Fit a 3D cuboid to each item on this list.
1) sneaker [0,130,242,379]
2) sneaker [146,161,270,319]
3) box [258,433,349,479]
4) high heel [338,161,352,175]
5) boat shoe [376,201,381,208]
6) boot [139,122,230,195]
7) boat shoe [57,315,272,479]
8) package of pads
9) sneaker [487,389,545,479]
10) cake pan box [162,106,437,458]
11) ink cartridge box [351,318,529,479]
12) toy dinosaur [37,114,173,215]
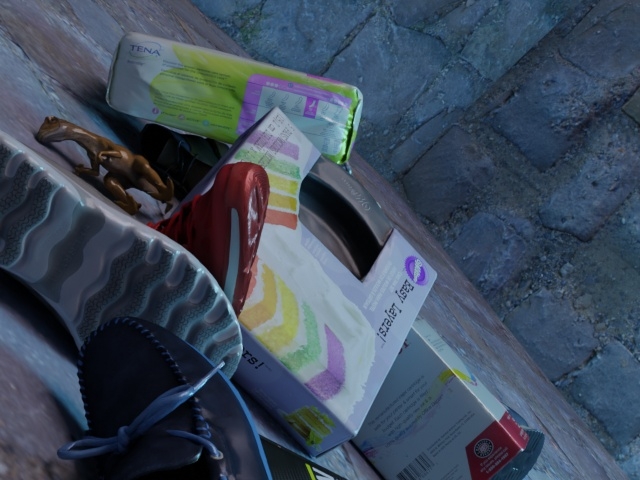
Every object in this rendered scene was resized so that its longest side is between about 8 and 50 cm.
[{"bbox_3d":[-0.162,0.006,0.880,0.281,0.105,0.115,47,1,-25],"label":"sneaker"},{"bbox_3d":[-0.114,0.009,0.942,0.128,0.221,0.087,15,52,-1],"label":"sneaker"},{"bbox_3d":[0.003,0.215,0.833,0.184,0.045,0.191,30,16,-23],"label":"box"},{"bbox_3d":[-0.028,0.037,1.598,0.093,0.186,0.261,18,-56,62],"label":"high heel"},{"bbox_3d":[-0.009,0.000,1.409,0.367,0.135,0.157,23,69,-59],"label":"boat shoe"},{"bbox_3d":[-0.147,-0.066,1.458,0.106,0.082,0.219,22,19,-29],"label":"boot"},{"bbox_3d":[-0.077,0.134,0.704,0.089,0.109,0.258,30,17,-53],"label":"boat shoe"},{"bbox_3d":[-0.105,-0.170,1.517,0.296,0.101,0.229,13,5,-6],"label":"package of pads"},{"bbox_3d":[0.166,0.224,1.572,0.131,0.112,0.319,32,-5,37],"label":"sneaker"},{"bbox_3d":[-0.023,0.030,1.177,0.246,0.070,0.267,48,40,-11],"label":"cake pan box"},{"bbox_3d":[0.110,0.185,1.304,0.176,0.128,0.127,49,8,10],"label":"ink cartridge box"},{"bbox_3d":[-0.183,-0.064,1.238,0.211,0.064,0.112,39,10,-44],"label":"toy dinosaur"}]
